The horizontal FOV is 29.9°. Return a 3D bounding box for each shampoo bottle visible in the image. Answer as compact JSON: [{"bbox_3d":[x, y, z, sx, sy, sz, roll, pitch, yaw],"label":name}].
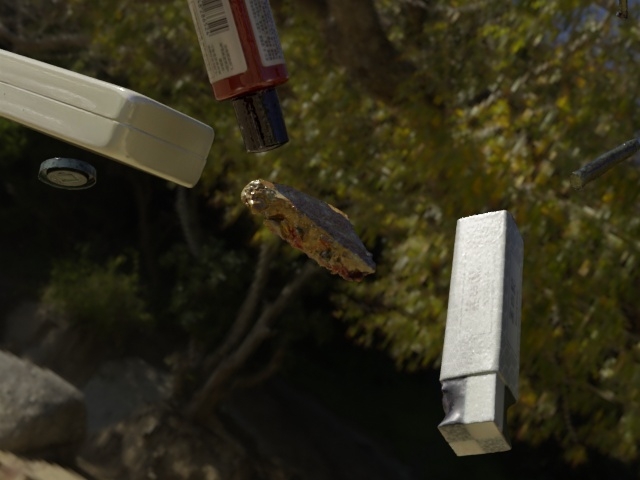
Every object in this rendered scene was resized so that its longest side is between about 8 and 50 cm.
[{"bbox_3d":[-0.104,-0.252,1.573,0.104,0.104,0.278,175,-101,-70],"label":"shampoo bottle"}]

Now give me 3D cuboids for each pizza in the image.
[{"bbox_3d":[0.000,0.000,1.493,0.188,0.062,0.199,16,19,-45],"label":"pizza"}]

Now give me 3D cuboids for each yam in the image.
[{"bbox_3d":[0.411,-0.109,1.723,0.027,0.129,0.033,-1,-66,62],"label":"yam"}]

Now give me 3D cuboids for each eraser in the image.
[{"bbox_3d":[0.253,0.136,1.872,0.098,0.404,0.096,-11,-44,25],"label":"eraser"}]

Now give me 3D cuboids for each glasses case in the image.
[{"bbox_3d":[-0.261,-0.138,1.293,0.313,0.070,0.131,21,-1,40],"label":"glasses case"}]

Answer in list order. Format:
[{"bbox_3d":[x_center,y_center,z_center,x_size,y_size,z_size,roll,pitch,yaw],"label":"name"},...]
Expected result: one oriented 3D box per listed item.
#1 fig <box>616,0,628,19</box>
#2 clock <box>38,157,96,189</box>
[{"bbox_3d":[0.345,-0.371,1.583,0.236,0.124,0.124,35,-13,-24],"label":"fig"},{"bbox_3d":[-0.371,-0.098,1.759,0.085,0.017,0.085,1,-20,0],"label":"clock"}]
